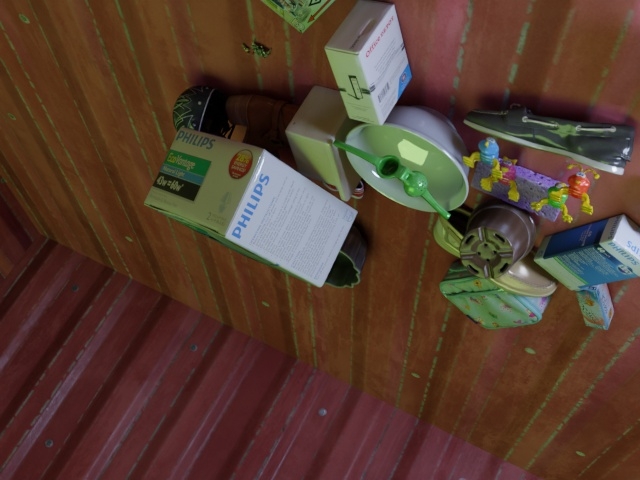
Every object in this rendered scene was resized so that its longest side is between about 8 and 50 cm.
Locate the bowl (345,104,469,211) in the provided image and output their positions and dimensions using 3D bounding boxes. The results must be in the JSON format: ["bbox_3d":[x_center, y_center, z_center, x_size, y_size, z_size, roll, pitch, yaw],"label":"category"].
[{"bbox_3d":[0.214,-0.205,1.882,0.298,0.134,0.298,25,156,12],"label":"bowl"}]

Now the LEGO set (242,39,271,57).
[{"bbox_3d":[-0.151,-0.440,1.973,0.083,0.023,0.054,-3,140,51],"label":"LEGO set"}]

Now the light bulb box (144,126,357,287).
[{"bbox_3d":[-0.173,-0.084,2.107,0.358,0.225,0.361,20,173,45],"label":"light bulb box"}]

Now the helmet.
[{"bbox_3d":[-0.306,-0.325,2.207,0.161,0.169,0.169,25,161,-32],"label":"helmet"}]

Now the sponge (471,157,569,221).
[{"bbox_3d":[0.447,-0.121,1.905,0.210,0.031,0.117,25,154,14],"label":"sponge"}]

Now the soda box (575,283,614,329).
[{"bbox_3d":[0.686,0.149,2.117,0.058,0.063,0.183,11,149,36],"label":"soda box"}]

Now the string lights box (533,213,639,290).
[{"bbox_3d":[0.631,0.033,1.938,0.133,0.077,0.260,37,155,-16],"label":"string lights box"}]

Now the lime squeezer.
[{"bbox_3d":[0.171,-0.145,1.843,0.310,0.059,0.110,32,-173,-6],"label":"lime squeezer"}]

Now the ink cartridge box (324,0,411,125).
[{"bbox_3d":[0.100,-0.357,1.699,0.086,0.148,0.203,18,152,29],"label":"ink cartridge box"}]

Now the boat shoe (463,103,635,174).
[{"bbox_3d":[0.450,-0.221,1.664,0.335,0.095,0.112,22,-169,26],"label":"boat shoe"}]

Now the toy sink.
[{"bbox_3d":[0.021,-0.230,2.031,0.131,0.153,0.234,19,155,24],"label":"toy sink"}]

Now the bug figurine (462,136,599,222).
[{"bbox_3d":[0.437,-0.129,1.751,0.279,0.072,0.216,24,170,16],"label":"bug figurine"}]

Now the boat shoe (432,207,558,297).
[{"bbox_3d":[0.437,0.028,2.095,0.341,0.121,0.110,28,157,9],"label":"boat shoe"}]

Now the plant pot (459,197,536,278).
[{"bbox_3d":[0.400,0.005,1.955,0.167,0.165,0.167,9,112,22],"label":"plant pot"}]

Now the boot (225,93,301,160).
[{"bbox_3d":[-0.102,-0.266,2.187,0.220,0.109,0.283,11,143,28],"label":"boot"}]

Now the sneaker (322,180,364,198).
[{"bbox_3d":[0.063,-0.154,2.262,0.118,0.042,0.067,21,159,3],"label":"sneaker"}]

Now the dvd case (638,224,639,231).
[{"bbox_3d":[0.779,-0.033,1.703,0.239,0.029,0.179,21,154,19],"label":"dvd case"}]

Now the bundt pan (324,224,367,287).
[{"bbox_3d":[0.000,0.000,2.533,0.331,0.124,0.331,26,156,13],"label":"bundt pan"}]

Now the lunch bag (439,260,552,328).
[{"bbox_3d":[0.463,0.138,2.295,0.224,0.108,0.279,38,155,-18],"label":"lunch bag"}]

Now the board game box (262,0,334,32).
[{"bbox_3d":[-0.044,-0.545,1.626,0.213,0.046,0.317,36,155,-14],"label":"board game box"}]
